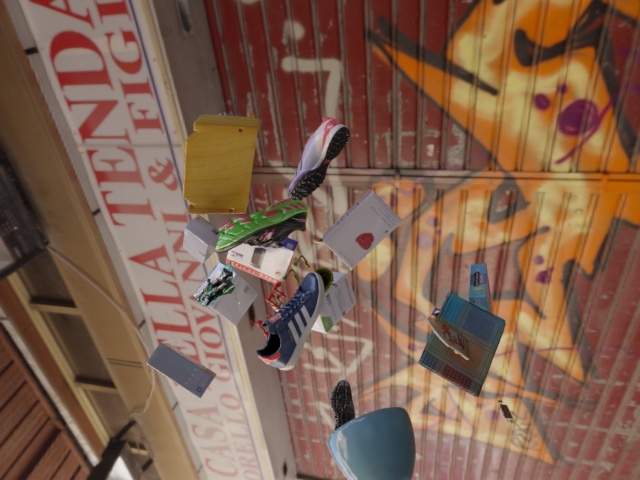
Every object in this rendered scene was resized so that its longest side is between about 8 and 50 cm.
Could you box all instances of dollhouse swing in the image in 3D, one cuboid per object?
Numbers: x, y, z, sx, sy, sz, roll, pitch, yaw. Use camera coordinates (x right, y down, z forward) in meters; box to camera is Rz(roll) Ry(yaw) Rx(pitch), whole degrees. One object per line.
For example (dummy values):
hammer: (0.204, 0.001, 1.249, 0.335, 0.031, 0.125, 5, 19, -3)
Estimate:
dollhouse swing: (-0.386, -0.327, 1.741, 0.305, 0.315, 0.346, -125, 40, -49)

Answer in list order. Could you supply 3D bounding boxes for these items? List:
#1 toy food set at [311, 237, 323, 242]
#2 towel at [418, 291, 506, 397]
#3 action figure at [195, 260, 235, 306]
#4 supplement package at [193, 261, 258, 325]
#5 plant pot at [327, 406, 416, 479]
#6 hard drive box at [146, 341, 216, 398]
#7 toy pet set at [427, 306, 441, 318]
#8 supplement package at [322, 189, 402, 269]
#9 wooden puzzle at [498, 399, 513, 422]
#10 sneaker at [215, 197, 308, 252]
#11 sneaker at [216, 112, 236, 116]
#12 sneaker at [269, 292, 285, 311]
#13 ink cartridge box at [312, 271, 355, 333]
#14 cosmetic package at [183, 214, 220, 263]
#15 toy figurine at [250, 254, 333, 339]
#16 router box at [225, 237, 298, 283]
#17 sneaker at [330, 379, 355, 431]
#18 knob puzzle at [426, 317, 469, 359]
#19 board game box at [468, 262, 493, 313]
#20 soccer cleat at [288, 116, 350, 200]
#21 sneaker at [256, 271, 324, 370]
toy food set: (0.000, 0.000, 2.123, 0.082, 0.083, 0.020, -141, 53, -82)
towel: (0.589, 0.415, 1.854, 0.370, 0.272, 0.040, -55, -13, -30)
action figure: (-0.407, 0.186, 1.701, 0.064, 0.232, 0.137, 23, -135, -32)
supplement package: (-0.460, 0.266, 2.222, 0.204, 0.145, 0.262, -56, -26, -17)
plant pot: (0.188, 0.697, 1.443, 0.290, 0.290, 0.195, 74, 174, -50)
hard drive box: (-0.512, 0.480, 1.679, 0.089, 0.232, 0.181, -57, 2, -16)
toy pet set: (0.539, 0.330, 2.026, 0.114, 0.122, 0.065, 41, -150, -80)
supplement package: (0.170, -0.050, 1.897, 0.293, 0.177, 0.175, -45, 6, 7)
wooden puzzle: (0.655, 0.604, 1.592, 0.049, 0.006, 0.083, 20, -139, -34)
sneaker: (-0.265, -0.031, 2.056, 0.185, 0.483, 0.202, -136, 30, -56)
sneaker: (-0.416, -0.377, 1.760, 0.281, 0.105, 0.115, -60, 0, -17)
sneaker: (-0.230, 0.343, 2.431, 0.084, 0.069, 0.185, 49, -176, -15)
ink cartridge box: (0.044, 0.314, 2.332, 0.273, 0.115, 0.198, -37, -60, -40)
cosmetic package: (-0.480, -0.002, 1.806, 0.085, 0.117, 0.231, -52, 0, -26)
toy figurine: (-0.103, 0.252, 1.858, 0.362, 0.191, 0.217, -56, -7, -7)
router box: (-0.320, 0.065, 2.415, 0.082, 0.336, 0.301, -67, 0, -47)
sneaker: (0.103, 0.747, 1.990, 0.106, 0.101, 0.267, 8, -98, -69)
knob puzzle: (0.486, 0.369, 1.742, 0.030, 0.213, 0.213, -55, -5, 19)
board game box: (0.759, 0.293, 2.126, 0.336, 0.079, 0.253, -49, -52, -61)
soccer cleat: (-0.025, -0.286, 1.590, 0.109, 0.116, 0.318, 13, -63, -54)
sneaker: (-0.107, 0.259, 1.520, 0.148, 0.131, 0.350, 25, -98, -29)
